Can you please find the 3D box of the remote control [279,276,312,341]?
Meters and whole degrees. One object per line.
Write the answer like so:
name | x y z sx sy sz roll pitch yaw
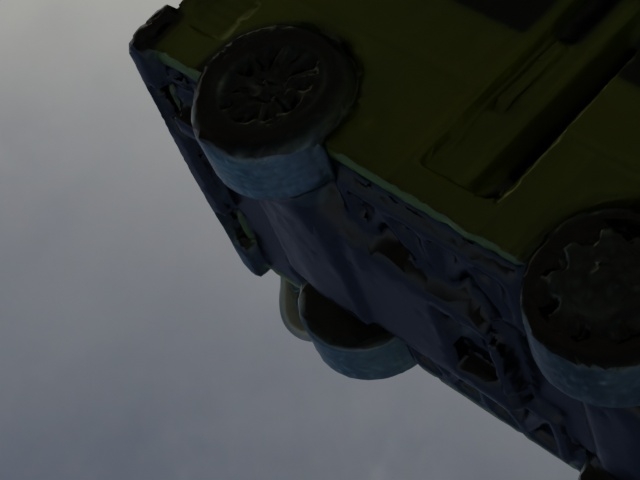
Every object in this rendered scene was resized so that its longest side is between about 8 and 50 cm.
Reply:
remote control | 0.000 0.000 1.001 0.074 0.122 0.032 -12 -173 26

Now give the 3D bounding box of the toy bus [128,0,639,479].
toy bus | 0.086 -0.010 0.475 0.262 0.128 0.150 32 -111 35
